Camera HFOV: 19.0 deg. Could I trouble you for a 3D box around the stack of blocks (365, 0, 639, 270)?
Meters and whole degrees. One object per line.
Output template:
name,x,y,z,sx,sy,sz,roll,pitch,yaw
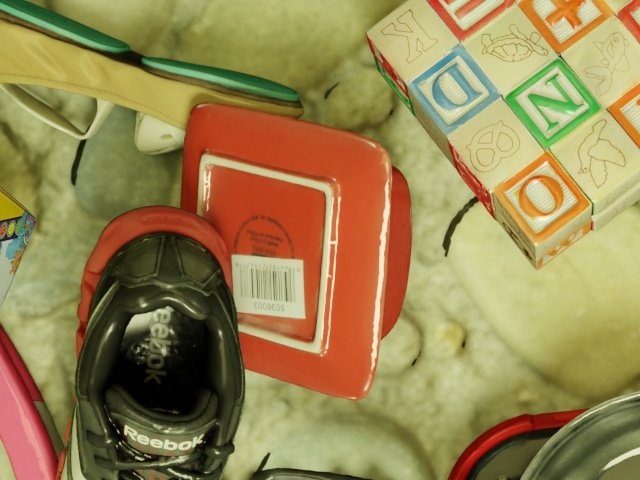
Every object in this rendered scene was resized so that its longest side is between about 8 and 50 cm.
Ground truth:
stack of blocks,0.199,-0.141,1.181,0.297,0.087,0.171,-37,77,-1

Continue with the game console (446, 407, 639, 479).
game console,0.274,0.256,1.118,0.387,0.060,0.342,-8,84,7

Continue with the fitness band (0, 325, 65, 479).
fitness band,-0.271,0.148,1.202,0.209,0.054,0.291,-29,76,1

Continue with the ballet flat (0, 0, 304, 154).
ballet flat,-0.122,-0.094,1.228,0.232,0.080,0.073,19,102,16

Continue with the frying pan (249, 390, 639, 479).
frying pan,0.138,0.196,1.085,0.326,0.053,0.197,-13,83,7

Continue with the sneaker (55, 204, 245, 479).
sneaker,-0.100,0.124,1.095,0.098,0.135,0.276,5,102,-10

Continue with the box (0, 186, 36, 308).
box,-0.371,0.048,1.124,0.290,0.177,0.279,19,79,15

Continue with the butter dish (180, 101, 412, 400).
butter dish,0.000,0.000,1.168,0.160,0.118,0.160,14,105,36
